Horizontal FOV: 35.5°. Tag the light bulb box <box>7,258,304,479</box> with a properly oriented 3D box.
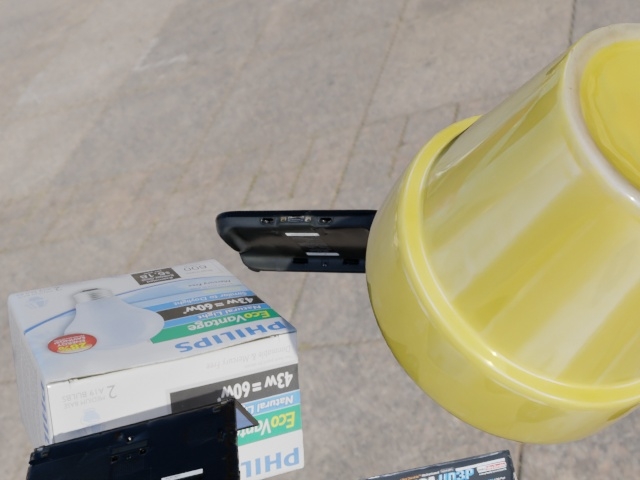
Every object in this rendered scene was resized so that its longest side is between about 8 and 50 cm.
[{"bbox_3d":[-0.255,0.207,1.490,0.357,0.225,0.361,-10,19,-23],"label":"light bulb box"}]

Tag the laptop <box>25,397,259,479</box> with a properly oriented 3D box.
[{"bbox_3d":[-0.187,0.270,1.093,0.234,0.137,0.264,-15,32,2],"label":"laptop"}]

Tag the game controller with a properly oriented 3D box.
[{"bbox_3d":[0.000,0.000,1.487,0.319,0.166,0.067,0,57,28],"label":"game controller"}]

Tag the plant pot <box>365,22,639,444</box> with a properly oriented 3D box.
[{"bbox_3d":[0.187,-0.015,0.708,0.253,0.239,0.254,9,57,-15],"label":"plant pot"}]

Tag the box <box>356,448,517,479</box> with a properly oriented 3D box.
[{"bbox_3d":[0.168,0.388,1.334,0.220,0.051,0.175,-10,70,-7],"label":"box"}]
